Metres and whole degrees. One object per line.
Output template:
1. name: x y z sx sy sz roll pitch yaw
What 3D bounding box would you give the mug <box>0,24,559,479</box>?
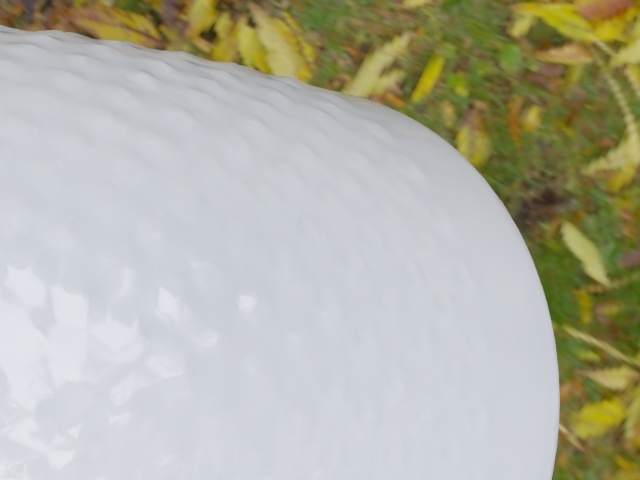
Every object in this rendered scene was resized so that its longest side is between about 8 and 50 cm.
1. mug: -0.129 0.102 0.723 0.328 0.276 0.374 8 106 -51
